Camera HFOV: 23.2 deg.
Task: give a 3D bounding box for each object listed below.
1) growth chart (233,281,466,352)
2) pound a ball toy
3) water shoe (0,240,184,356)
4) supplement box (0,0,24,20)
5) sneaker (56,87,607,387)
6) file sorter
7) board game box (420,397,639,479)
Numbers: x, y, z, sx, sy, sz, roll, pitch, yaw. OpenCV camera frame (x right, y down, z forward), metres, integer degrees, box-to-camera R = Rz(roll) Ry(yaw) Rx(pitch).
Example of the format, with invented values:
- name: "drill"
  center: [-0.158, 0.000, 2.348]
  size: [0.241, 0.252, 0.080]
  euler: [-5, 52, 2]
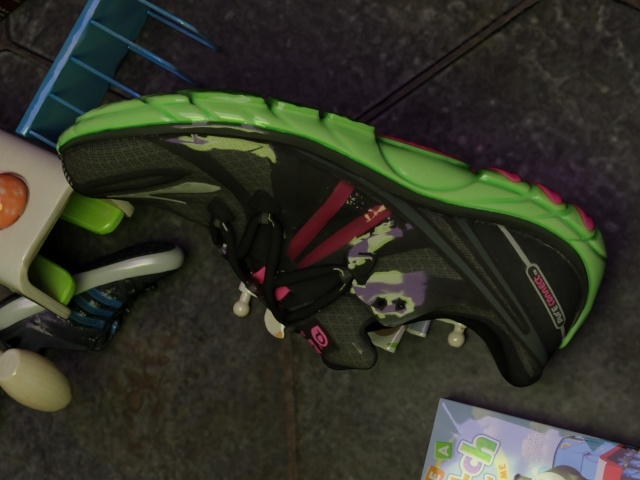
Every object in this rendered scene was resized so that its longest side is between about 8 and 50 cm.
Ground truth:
- name: "growth chart"
  center: [0.041, 0.020, 1.448]
  size: [0.237, 0.021, 0.172]
  euler: [9, 86, 17]
- name: "pound a ball toy"
  center: [-0.328, -0.005, 1.438]
  size: [0.319, 0.136, 0.208]
  euler: [25, 79, 32]
- name: "water shoe"
  center: [-0.213, 0.062, 1.494]
  size: [0.203, 0.073, 0.080]
  euler: [-20, 100, 15]
- name: "supplement box"
  center: [-0.344, -0.296, 1.565]
  size: [0.239, 0.073, 0.130]
  euler: [-38, 76, 8]
- name: "sneaker"
  center: [0.000, 0.000, 1.317]
  size: [0.482, 0.185, 0.202]
  euler: [17, 87, 1]
- name: "file sorter"
  center: [-0.187, -0.144, 1.480]
  size: [0.104, 0.118, 0.170]
  euler: [30, 91, 14]
- name: "board game box"
  center: [0.190, 0.241, 1.368]
  size: [0.211, 0.039, 0.160]
  euler: [13, 86, 17]
